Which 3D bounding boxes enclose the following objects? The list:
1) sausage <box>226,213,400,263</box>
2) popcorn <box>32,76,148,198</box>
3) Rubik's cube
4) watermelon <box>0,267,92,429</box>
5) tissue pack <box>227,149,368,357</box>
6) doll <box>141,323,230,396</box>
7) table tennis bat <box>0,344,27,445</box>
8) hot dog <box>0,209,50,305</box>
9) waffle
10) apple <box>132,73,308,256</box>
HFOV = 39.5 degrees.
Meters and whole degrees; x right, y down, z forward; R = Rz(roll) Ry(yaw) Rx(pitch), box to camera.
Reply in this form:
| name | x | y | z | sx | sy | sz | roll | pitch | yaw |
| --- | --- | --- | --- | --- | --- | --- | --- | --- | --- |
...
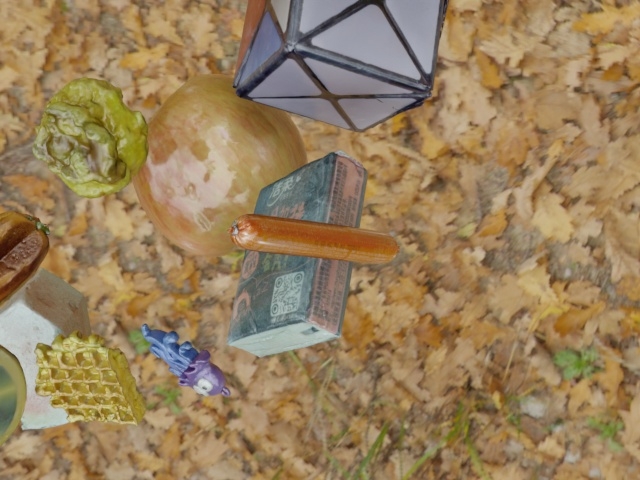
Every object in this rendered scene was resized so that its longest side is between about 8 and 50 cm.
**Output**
| name | x | y | z | sx | sy | sz | roll | pitch | yaw |
| --- | --- | --- | --- | --- | --- | --- | --- | --- | --- |
| sausage | 0.000 | 0.000 | 1.295 | 0.053 | 0.347 | 0.053 | -7 | 80 | 44 |
| popcorn | -0.367 | -0.155 | 1.415 | 0.197 | 0.156 | 0.198 | 16 | 136 | 16 |
| Rubik's cube | 0.038 | -0.407 | 1.685 | 0.310 | 0.305 | 0.307 | 15 | 76 | -22 |
| watermelon | -0.623 | 0.209 | 1.944 | 0.228 | 0.258 | 0.387 | -19 | 59 | -9 |
| tissue pack | -0.040 | 0.026 | 1.513 | 0.228 | 0.103 | 0.316 | -20 | 51 | 46 |
| doll | -0.247 | 0.222 | 1.629 | 0.206 | 0.067 | 0.110 | 36 | 140 | 6 |
| table tennis bat | -0.431 | 0.143 | 1.028 | 0.050 | 0.198 | 0.321 | 50 | 125 | 51 |
| hot dog | -0.336 | 0.042 | 0.840 | 0.055 | 0.188 | 0.072 | 9 | 137 | 57 |
| waffle | -0.482 | 0.273 | 1.777 | 0.219 | 0.057 | 0.229 | -3 | 125 | 18 |
| apple | -0.225 | -0.164 | 1.909 | 0.391 | 0.391 | 0.346 | -38 | 100 | 23 |
